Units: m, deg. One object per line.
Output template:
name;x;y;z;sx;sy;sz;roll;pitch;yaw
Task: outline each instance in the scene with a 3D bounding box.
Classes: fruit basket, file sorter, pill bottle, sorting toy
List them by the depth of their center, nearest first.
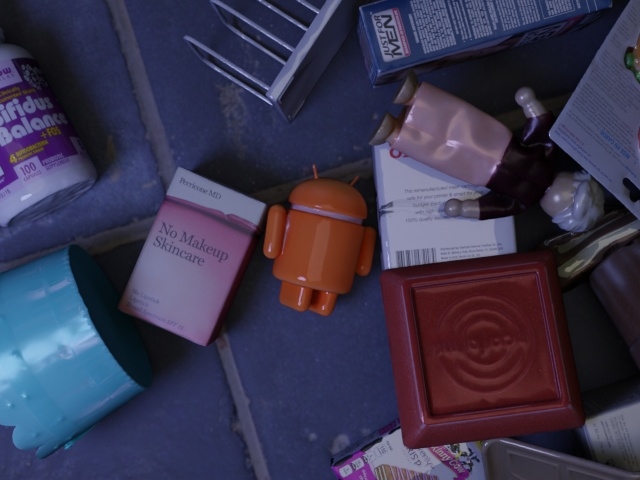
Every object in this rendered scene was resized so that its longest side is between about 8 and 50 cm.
fruit basket;0.515;-0.194;1.412;0.327;0.165;0.353;37;82;-19
sorting toy;0.362;0.393;1.426;0.229;0.307;0.041;8;48;23
file sorter;-0.048;-0.349;1.444;0.173;0.193;0.278;34;90;4
pill bottle;-0.476;-0.186;1.458;0.169;0.169;0.302;-30;90;1

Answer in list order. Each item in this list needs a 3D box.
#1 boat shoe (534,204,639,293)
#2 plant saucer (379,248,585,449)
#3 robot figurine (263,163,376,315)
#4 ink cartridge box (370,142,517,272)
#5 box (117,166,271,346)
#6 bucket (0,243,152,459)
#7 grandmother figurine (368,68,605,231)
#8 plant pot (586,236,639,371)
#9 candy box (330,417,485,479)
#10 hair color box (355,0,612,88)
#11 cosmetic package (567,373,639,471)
boat shoe;0.444;-0.025;1.486;0.257;0.095;0.095;-30;67;-7
plant saucer;0.227;0.146;1.362;0.258;0.048;0.259;-7;76;0
robot figurine;0.001;0.000;1.473;0.158;0.128;0.220;13;91;9
ink cartridge box;0.186;-0.027;1.474;0.198;0.115;0.273;-5;90;0
box;-0.186;0.023;1.473;0.148;0.127;0.232;23;90;1
bucket;-0.380;0.151;1.410;0.183;0.281;0.281;-27;89;0
grandmother figurine;0.253;-0.118;1.375;0.342;0.104;0.208;29;114;-5
plant pot;0.494;0.090;1.438;0.167;0.167;0.165;-32;64;1
candy box;0.153;0.350;1.495;0.233;0.071;0.159;-31;90;0
hair color box;0.233;-0.330;1.446;0.347;0.174;0.105;-15;91;1
cosmetic package;0.531;0.254;1.448;0.309;0.160;0.113;-17;91;2
